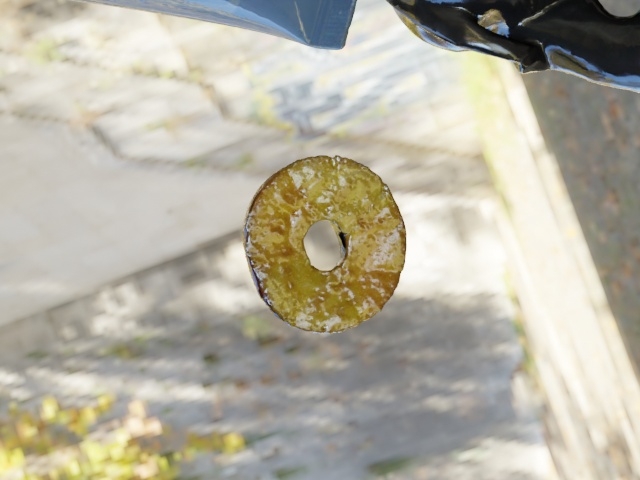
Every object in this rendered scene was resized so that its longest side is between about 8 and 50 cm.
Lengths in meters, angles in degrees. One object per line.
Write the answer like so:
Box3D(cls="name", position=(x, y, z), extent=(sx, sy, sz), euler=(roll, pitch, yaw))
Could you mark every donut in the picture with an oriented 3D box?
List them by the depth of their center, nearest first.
Box3D(cls="donut", position=(0.000, 0.000, 1.433), extent=(0.058, 0.152, 0.152), euler=(-152, 40, -74))

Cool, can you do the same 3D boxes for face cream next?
Box3D(cls="face cream", position=(-0.128, -0.215, 1.224), extent=(0.086, 0.385, 0.136), euler=(29, -107, -56))

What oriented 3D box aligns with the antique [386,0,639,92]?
Box3D(cls="antique", position=(0.169, -0.283, 1.435), extent=(0.185, 0.255, 0.322), euler=(75, -156, -53))
